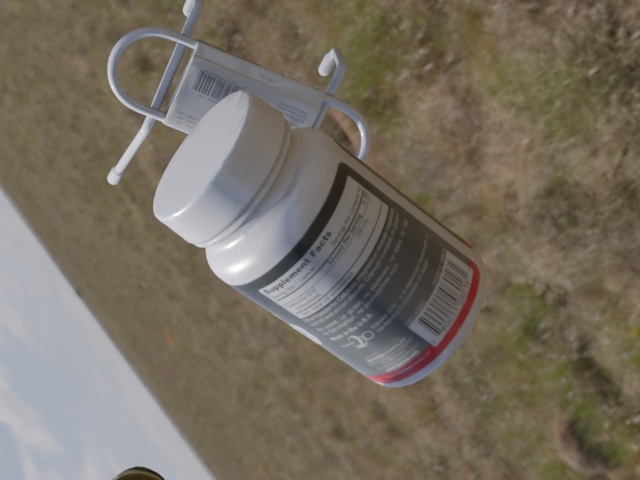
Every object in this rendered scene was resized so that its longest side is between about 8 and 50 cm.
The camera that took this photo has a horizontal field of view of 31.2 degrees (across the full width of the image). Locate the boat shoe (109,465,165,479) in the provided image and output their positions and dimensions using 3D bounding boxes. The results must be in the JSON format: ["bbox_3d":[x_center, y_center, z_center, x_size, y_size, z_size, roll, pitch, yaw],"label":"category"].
[{"bbox_3d":[-0.134,0.185,0.653,0.056,0.152,0.049,31,-167,-15],"label":"boat shoe"}]

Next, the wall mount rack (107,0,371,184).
[{"bbox_3d":[-0.124,-0.147,1.496,0.350,0.304,0.130,21,-159,-16],"label":"wall mount rack"}]

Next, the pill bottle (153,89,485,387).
[{"bbox_3d":[0.000,0.000,1.038,0.283,0.161,0.161,36,178,-25],"label":"pill bottle"}]
